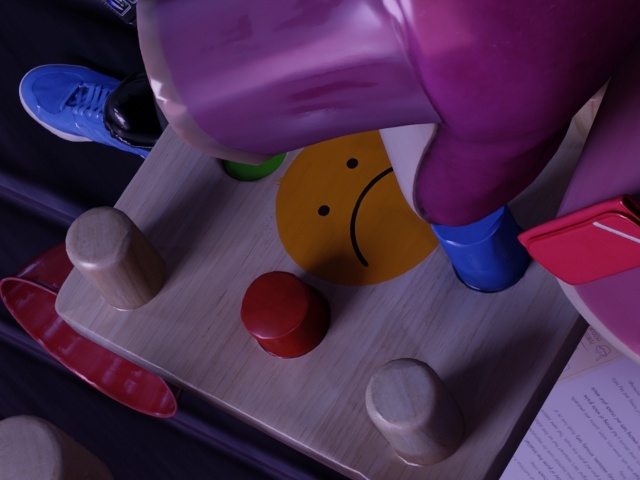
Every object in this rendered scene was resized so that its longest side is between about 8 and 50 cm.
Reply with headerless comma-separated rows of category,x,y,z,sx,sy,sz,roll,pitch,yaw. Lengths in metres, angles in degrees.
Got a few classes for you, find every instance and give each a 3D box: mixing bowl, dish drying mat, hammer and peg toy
mixing bowl,-0.167,0.054,1.666,0.181,0.098,0.181,31,159,13
dish drying mat,0.105,0.002,0.762,0.032,0.008,0.083,40,159,-11
hammer and peg toy,0.006,0.032,0.994,0.266,0.361,0.127,24,165,26

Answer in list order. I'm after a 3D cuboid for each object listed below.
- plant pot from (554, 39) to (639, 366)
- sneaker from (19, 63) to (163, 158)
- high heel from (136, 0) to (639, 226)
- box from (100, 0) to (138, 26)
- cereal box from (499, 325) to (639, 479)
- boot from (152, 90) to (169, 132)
plant pot,0.192,-0.035,0.814,0.201,0.180,0.201,32,159,14
sneaker,-0.142,-0.094,1.368,0.152,0.058,0.084,27,163,13
high heel,0.090,-0.082,0.733,0.181,0.377,0.127,-18,91,21
box,-0.143,-0.218,1.135,0.191,0.045,0.184,40,161,-11
cereal box,0.146,0.077,1.121,0.240,0.047,0.173,-24,126,23
boot,-0.002,0.004,1.261,0.348,0.131,0.260,42,158,-16
